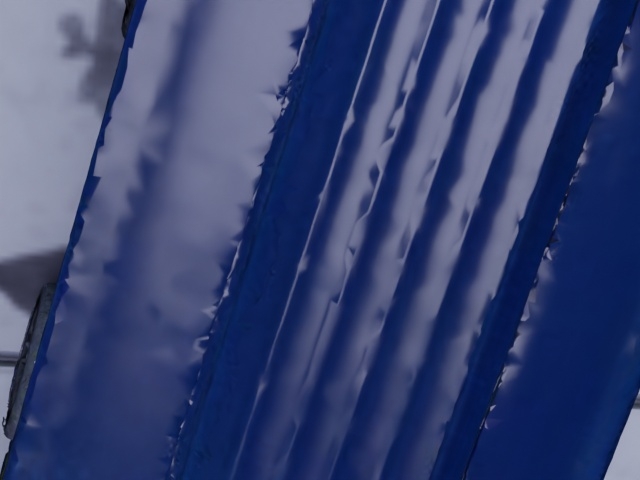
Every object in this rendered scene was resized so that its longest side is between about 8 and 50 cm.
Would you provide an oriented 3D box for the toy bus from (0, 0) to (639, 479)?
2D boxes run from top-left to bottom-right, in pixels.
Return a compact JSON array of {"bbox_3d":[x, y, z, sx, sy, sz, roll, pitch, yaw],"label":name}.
[{"bbox_3d":[0.000,0.000,0.417,0.138,0.175,0.287,15,106,-12],"label":"toy bus"}]
